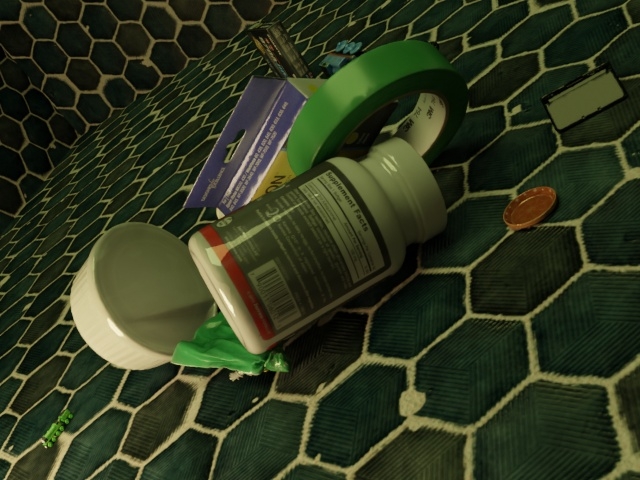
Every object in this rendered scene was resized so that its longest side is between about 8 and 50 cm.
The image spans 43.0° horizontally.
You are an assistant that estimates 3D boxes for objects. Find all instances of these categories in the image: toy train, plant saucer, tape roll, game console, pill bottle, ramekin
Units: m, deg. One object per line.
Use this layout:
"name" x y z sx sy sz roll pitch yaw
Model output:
"toy train" 0.072 -0.475 2.178 0.105 0.080 0.184 -49 27 -2
"toy train" -0.510 0.363 1.572 0.017 0.024 0.083 -14 33 42
"plant saucer" 0.307 -0.047 1.186 0.083 0.013 0.083 -30 25 16
"tape roll" 0.099 -0.187 1.375 0.321 0.321 0.077 -36 64 4
"game console" 0.435 -0.235 1.342 0.122 0.071 0.107 -28 -4 20
"pill bottle" 0.000 0.000 1.252 0.362 0.210 0.210 -30 23 -12
"ramekin" -0.332 0.113 1.495 0.127 0.273 0.273 -37 22 33

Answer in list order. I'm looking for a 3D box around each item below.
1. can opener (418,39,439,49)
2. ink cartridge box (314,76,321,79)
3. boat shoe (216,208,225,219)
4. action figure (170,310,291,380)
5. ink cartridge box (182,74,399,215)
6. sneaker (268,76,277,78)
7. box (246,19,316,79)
"can opener" 0.206 -0.423 1.928 0.186 0.073 0.059 -23 35 49
"ink cartridge box" -0.025 -0.306 1.975 0.181 0.104 0.061 -46 26 -16
"boat shoe" -0.113 -0.121 1.795 0.277 0.098 0.096 -45 24 7
"action figure" -0.129 0.180 1.325 0.232 0.063 0.137 6 47 48
"ink cartridge box" -0.048 -0.149 1.427 0.307 0.072 0.304 -10 -35 -44
"sneaker" -0.060 -0.374 2.083 0.235 0.153 0.094 -29 27 19
"box" -0.108 -0.525 2.332 0.051 0.220 0.175 -41 25 -12
